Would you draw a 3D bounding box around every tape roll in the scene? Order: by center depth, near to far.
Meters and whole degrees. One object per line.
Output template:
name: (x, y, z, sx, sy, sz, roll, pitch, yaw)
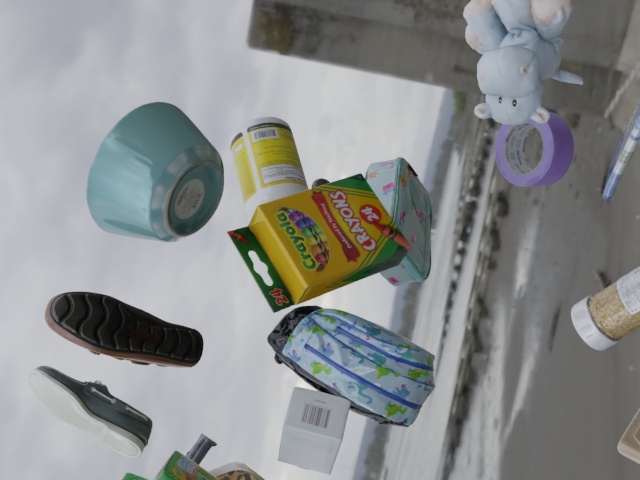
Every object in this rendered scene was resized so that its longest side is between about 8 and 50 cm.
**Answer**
tape roll: (0.533, -0.230, 2.158, 0.080, 0.189, 0.189, -5, -65, -35)

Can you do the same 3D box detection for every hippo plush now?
hippo plush: (0.372, -0.350, 1.738, 0.237, 0.234, 0.294, -62, -31, -24)

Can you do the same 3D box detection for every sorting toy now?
sorting toy: (0.838, 0.467, 2.048, 0.208, 0.193, 0.038, -48, -33, -24)

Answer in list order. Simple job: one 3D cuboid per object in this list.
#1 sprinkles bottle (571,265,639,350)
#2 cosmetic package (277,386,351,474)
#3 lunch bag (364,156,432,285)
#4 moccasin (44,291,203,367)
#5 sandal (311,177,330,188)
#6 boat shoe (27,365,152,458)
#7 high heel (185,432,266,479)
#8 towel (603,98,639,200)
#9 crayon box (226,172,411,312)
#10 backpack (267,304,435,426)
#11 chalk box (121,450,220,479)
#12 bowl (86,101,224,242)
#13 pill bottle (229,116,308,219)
sprinkles bottle: (0.714, 0.107, 1.862, 0.355, 0.121, 0.121, -41, 17, 37)
cosmetic package: (-0.015, 0.372, 1.675, 0.231, 0.117, 0.086, 102, -176, -60)
lunch bag: (0.188, -0.045, 2.033, 0.224, 0.107, 0.279, 47, -140, -41)
moccasin: (-0.457, 0.211, 1.989, 0.147, 0.380, 0.139, -19, 62, 46)
sandal: (0.056, -0.061, 2.130, 0.060, 0.219, 0.090, -30, -2, 39)
boat shoe: (-0.533, 0.383, 2.019, 0.116, 0.319, 0.099, -47, 9, 43)
high heel: (-0.215, 0.563, 1.865, 0.186, 0.261, 0.093, -53, 14, -12)
towel: (0.579, -0.229, 1.528, 0.209, 0.034, 0.285, -51, -20, -49)
crayon box: (0.000, 0.000, 1.720, 0.318, 0.202, 0.081, -20, -22, -32)
backpack: (0.098, 0.298, 2.053, 0.273, 0.355, 0.290, -48, -35, 3)
chalk box: (-0.256, 0.472, 1.539, 0.132, 0.213, 0.132, -54, 2, 3)
bowl: (-0.319, -0.120, 1.822, 0.311, 0.163, 0.312, -42, -33, -36)
pill bottle: (-0.136, -0.165, 2.436, 0.188, 0.187, 0.334, 87, 169, -64)
